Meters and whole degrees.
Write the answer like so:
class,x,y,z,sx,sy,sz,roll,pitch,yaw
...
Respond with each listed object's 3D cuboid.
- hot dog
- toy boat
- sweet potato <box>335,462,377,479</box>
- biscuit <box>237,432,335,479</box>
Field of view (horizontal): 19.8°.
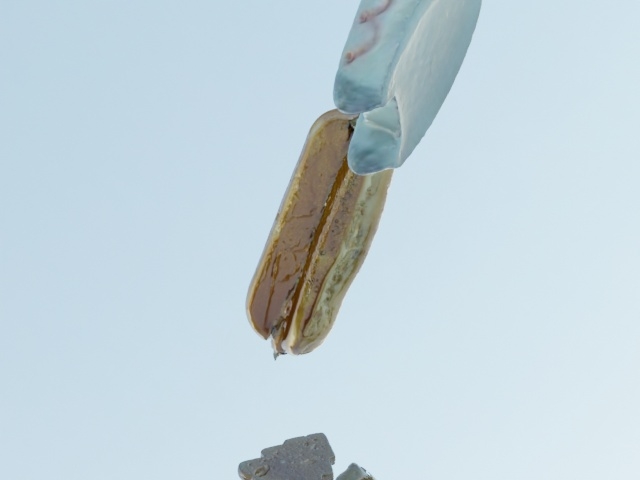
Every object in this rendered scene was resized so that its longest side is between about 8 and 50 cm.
class,x,y,z,sx,sy,sz,roll,pitch,yaw
hot dog,0.000,0.000,1.546,0.062,0.092,0.235,-9,-52,-55
toy boat,0.056,-0.153,1.389,0.207,0.079,0.134,-63,-26,-26
sweet potato,0.056,0.373,1.991,0.075,0.075,0.273,-23,-71,-34
biscuit,-0.028,0.269,2.173,0.130,0.119,0.019,-40,-43,-45
